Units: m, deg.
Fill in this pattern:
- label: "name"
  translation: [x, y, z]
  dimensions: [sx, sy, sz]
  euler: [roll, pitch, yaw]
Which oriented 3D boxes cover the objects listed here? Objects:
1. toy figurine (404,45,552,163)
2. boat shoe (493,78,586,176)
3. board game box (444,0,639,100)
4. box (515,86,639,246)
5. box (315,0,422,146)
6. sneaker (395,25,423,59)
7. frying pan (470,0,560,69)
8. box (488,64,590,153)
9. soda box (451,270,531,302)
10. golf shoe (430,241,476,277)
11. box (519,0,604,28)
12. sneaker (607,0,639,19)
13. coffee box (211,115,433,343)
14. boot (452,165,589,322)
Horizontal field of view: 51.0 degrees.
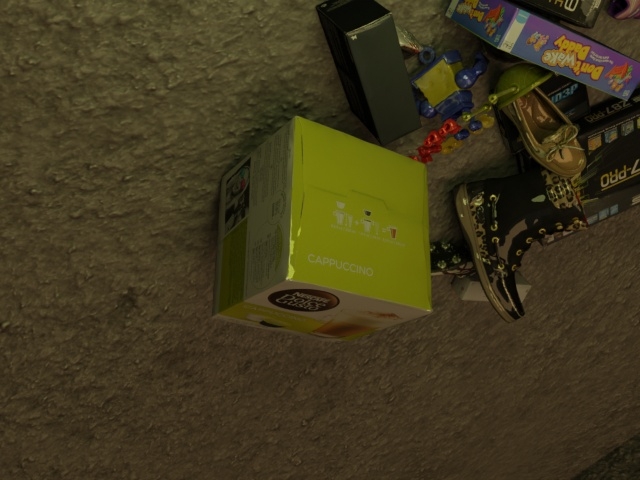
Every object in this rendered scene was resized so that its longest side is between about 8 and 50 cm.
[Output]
- label: "toy figurine"
  translation: [0.271, -0.328, 1.417]
  dimensions: [0.191, 0.217, 0.362]
  euler: [-18, 170, -40]
- label: "boat shoe"
  translation: [0.502, -0.258, 1.520]
  dimensions: [0.104, 0.089, 0.285]
  euler: [-43, 95, 3]
- label: "board game box"
  translation: [0.455, -0.409, 1.368]
  dimensions: [0.347, 0.233, 0.078]
  euler: [12, 118, -25]
- label: "box"
  translation: [0.725, -0.194, 1.770]
  dimensions: [0.395, 0.097, 0.318]
  euler: [-23, 131, -1]
- label: "box"
  translation: [0.100, -0.353, 1.369]
  dimensions: [0.103, 0.184, 0.261]
  euler: [-25, 130, -1]
- label: "sneaker"
  translation: [0.167, -0.398, 1.399]
  dimensions: [0.065, 0.061, 0.158]
  euler: [-38, 172, 23]
- label: "frying pan"
  translation: [0.417, -0.437, 1.509]
  dimensions: [0.197, 0.053, 0.326]
  euler: [7, 124, -23]
- label: "box"
  translation: [0.533, -0.335, 1.625]
  dimensions: [0.220, 0.051, 0.175]
  euler: [-28, 129, 2]
- label: "soda box"
  translation: [0.492, 0.129, 1.934]
  dimensions: [0.216, 0.074, 0.069]
  euler: [5, 123, -23]
- label: "golf shoe"
  translation: [0.367, 0.063, 1.825]
  dimensions: [0.273, 0.105, 0.120]
  euler: [-13, 135, -11]
- label: "box"
  translation: [0.508, -0.617, 1.360]
  dimensions: [0.243, 0.076, 0.307]
  euler: [11, 108, -26]
- label: "sneaker"
  translation: [0.683, -0.588, 1.476]
  dimensions: [0.105, 0.095, 0.236]
  euler: [-15, 130, 0]
- label: "coffee box"
  translation: [0.000, 0.000, 1.410]
  dimensions: [0.338, 0.338, 0.334]
  euler: [15, 155, -30]
- label: "boot"
  translation: [0.516, -0.003, 1.663]
  dimensions: [0.284, 0.138, 0.377]
  euler: [-20, 90, 21]
